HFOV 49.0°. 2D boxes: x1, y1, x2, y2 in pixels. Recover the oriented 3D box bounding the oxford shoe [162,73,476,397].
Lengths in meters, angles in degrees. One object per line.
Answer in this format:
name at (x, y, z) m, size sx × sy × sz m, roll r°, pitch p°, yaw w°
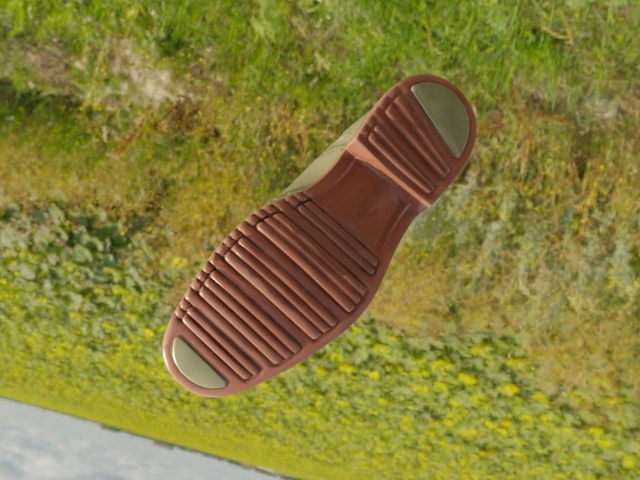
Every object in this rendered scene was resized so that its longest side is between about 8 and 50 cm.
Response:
oxford shoe at (0.000, 0.000, 0.724) m, size 0.140 × 0.397 × 0.146 m, roll 49°, pitch 165°, yaw -7°
